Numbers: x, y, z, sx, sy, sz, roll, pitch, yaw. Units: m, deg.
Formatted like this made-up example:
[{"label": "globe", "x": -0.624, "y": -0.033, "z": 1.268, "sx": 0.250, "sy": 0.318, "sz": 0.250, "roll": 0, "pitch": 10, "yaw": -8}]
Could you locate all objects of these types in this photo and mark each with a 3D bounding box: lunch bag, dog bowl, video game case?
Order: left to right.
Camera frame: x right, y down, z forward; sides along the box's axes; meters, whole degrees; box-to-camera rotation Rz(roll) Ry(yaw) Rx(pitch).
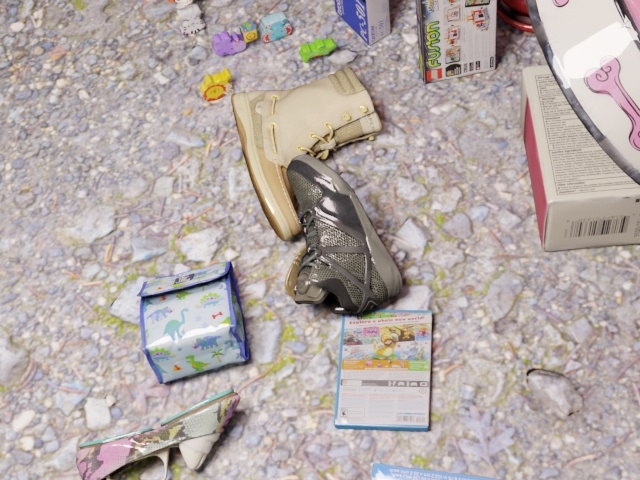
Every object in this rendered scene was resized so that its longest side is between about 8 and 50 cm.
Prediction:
[{"label": "lunch bag", "x": -0.170, "y": 0.096, "z": 1.447, "sx": 0.129, "sy": 0.096, "sz": 0.151, "roll": -14, "pitch": 43, "yaw": 2}, {"label": "video game case", "x": 0.083, "y": 0.165, "z": 1.411, "sx": 0.119, "sy": 0.015, "sz": 0.166, "roll": 0, "pitch": 58, "yaw": 8}, {"label": "dog bowl", "x": 0.448, "y": -0.254, "z": 1.401, "sx": 0.150, "sy": 0.408, "sz": 0.407, "roll": -33, "pitch": 46, "yaw": 39}]

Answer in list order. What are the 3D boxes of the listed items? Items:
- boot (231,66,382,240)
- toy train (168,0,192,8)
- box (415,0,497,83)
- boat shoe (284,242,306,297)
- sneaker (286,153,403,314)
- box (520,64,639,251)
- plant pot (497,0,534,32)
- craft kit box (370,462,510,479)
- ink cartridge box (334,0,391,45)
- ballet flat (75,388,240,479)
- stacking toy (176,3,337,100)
[{"label": "boot", "x": -0.007, "y": -0.131, "z": 1.566, "sx": 0.204, "sy": 0.095, "sz": 0.262, "roll": -15, "pitch": 53, "yaw": -4}, {"label": "toy train", "x": -0.169, "y": -0.424, "z": 1.759, "sx": 0.166, "sy": 0.046, "sz": 0.125, "roll": -22, "pitch": 25, "yaw": -15}, {"label": "box", "x": 0.197, "y": -0.316, "z": 1.585, "sx": 0.114, "sy": 0.207, "sz": 0.036, "roll": -11, "pitch": 57, "yaw": 0}, {"label": "boat shoe", "x": -0.001, "y": 0.018, "z": 1.503, "sx": 0.056, "sy": 0.048, "sz": 0.153, "roll": 31, "pitch": 71, "yaw": -4}, {"label": "sneaker", "x": 0.000, "y": 0.000, "z": 1.434, "sx": 0.130, "sy": 0.087, "sz": 0.227, "roll": -30, "pitch": 90, "yaw": -25}, {"label": "box", "x": 0.360, "y": -0.117, "z": 1.486, "sx": 0.149, "sy": 0.126, "sz": 0.232, "roll": -5, "pitch": 57, "yaw": 5}, {"label": "plant pot", "x": 0.340, "y": -0.427, "z": 1.656, "sx": 0.191, "sy": 0.174, "sz": 0.191, "roll": -4, "pitch": 58, "yaw": 6}, {"label": "craft kit box", "x": 0.165, "y": 0.388, "z": 1.214, "sx": 0.250, "sy": 0.061, "sz": 0.246, "roll": 6, "pitch": 66, "yaw": 12}, {"label": "ink cartridge box", "x": 0.058, "y": -0.402, "z": 1.657, "sx": 0.046, "sy": 0.207, "sz": 0.097, "roll": -32, "pitch": 59, "yaw": -13}, {"label": "ballet flat", "x": -0.194, "y": 0.258, "z": 1.363, "sx": 0.222, "sy": 0.077, "sz": 0.079, "roll": -21, "pitch": 76, "yaw": 0}, {"label": "stacking toy", "x": -0.106, "y": -0.322, "z": 1.726, "sx": 0.221, "sy": 0.052, "sz": 0.167, "roll": -20, "pitch": 59, "yaw": -7}]
